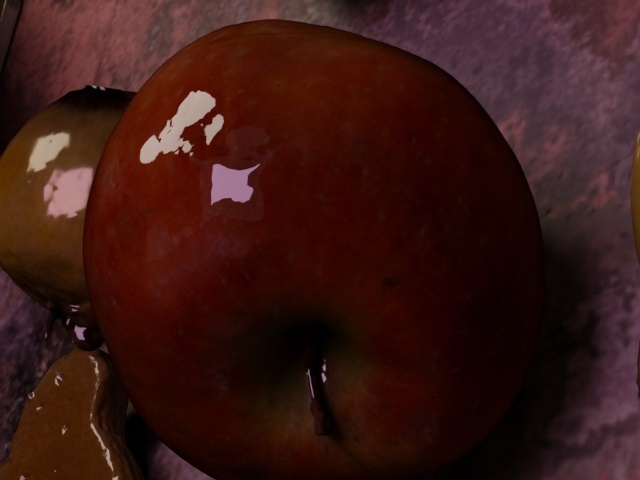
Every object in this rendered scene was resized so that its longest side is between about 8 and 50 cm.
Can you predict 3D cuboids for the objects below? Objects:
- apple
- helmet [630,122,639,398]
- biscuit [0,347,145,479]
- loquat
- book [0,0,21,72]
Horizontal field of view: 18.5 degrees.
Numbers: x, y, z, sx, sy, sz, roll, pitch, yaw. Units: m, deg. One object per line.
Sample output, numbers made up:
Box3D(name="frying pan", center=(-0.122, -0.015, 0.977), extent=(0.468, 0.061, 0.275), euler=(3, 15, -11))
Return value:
Box3D(name="apple", center=(0.000, 0.000, 0.934), extent=(0.230, 0.230, 0.230), euler=(-25, 47, 30))
Box3D(name="helmet", center=(0.203, -0.031, 0.822), extent=(0.205, 0.140, 0.257), euler=(21, 75, 50))
Box3D(name="biscuit", center=(-0.120, 0.198, 1.033), extent=(0.197, 0.049, 0.301), euler=(-52, 39, 9))
Box3D(name="loquat", center=(-0.117, -0.016, 1.120), extent=(0.163, 0.137, 0.163), euler=(-10, 55, 15))
Box3D(name="book", center=(-0.303, -0.108, 1.467), extent=(0.192, 0.013, 0.168), euler=(-16, 52, 37))
